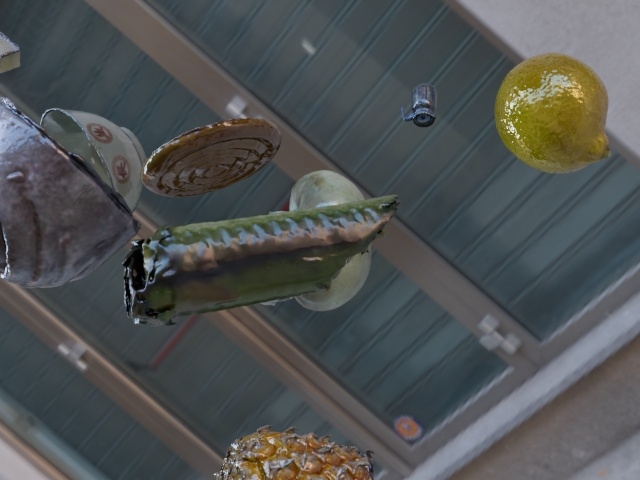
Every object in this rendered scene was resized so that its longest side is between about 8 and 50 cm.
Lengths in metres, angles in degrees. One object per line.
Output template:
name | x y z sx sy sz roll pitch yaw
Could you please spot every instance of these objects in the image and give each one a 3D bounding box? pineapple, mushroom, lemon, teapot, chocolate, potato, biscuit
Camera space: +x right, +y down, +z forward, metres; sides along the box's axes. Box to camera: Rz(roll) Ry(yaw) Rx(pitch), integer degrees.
pineapple | -0.066 0.542 1.698 0.352 0.300 0.352 -167 90 -75
mushroom | 0.000 0.000 2.152 0.352 0.260 0.352 180 90 -84
lemon | 0.382 -0.209 1.420 0.187 0.244 0.187 -18 -38 -15
teapot | 0.194 -0.265 1.678 0.049 0.064 0.083 116 164 -55
chocolate | -0.452 -0.046 1.329 0.213 0.303 0.303 -51 2 -12
potato | -0.823 -0.478 2.193 0.086 0.122 0.061 -35 -30 -39
biscuit | -0.186 -0.137 1.501 0.262 0.037 0.262 -19 -14 -5

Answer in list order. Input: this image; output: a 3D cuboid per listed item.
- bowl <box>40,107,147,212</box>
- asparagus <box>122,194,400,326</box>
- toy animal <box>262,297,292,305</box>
bowl | -0.518 -0.179 2.077 0.157 0.337 0.337 -28 -11 -34
asparagus | -0.066 0.022 1.125 0.382 0.128 0.108 -10 -25 -14
toy animal | -0.120 0.074 1.814 0.166 0.179 0.138 10 85 54
